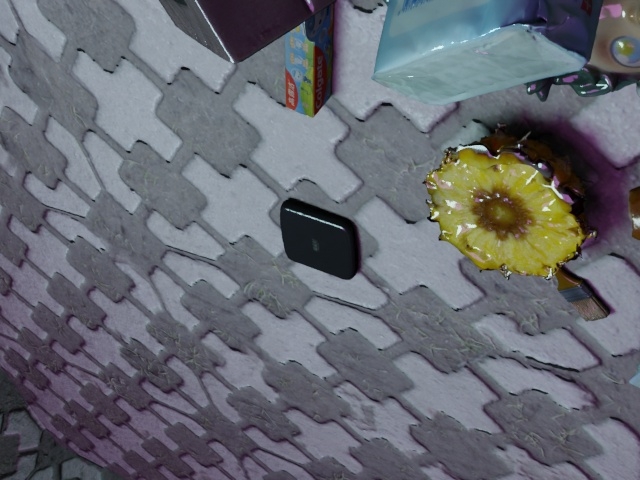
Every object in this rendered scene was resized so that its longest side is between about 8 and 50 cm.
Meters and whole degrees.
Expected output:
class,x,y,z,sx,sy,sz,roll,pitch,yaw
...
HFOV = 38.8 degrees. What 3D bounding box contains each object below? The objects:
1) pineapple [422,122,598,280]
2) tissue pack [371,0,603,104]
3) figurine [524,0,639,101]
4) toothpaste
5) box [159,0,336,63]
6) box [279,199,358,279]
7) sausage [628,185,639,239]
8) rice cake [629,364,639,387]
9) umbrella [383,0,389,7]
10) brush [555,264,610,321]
class,x,y,z,sx,sy,sz,roll,pitch,yaw
pineapple,0.223,-0.047,1.061,0.225,0.076,0.225,23,143,19
tissue pack,0.139,-0.241,0.666,0.089,0.263,0.177,21,167,-30
figurine,0.307,-0.193,0.688,0.382,0.186,0.261,10,113,40
toothpaste,-0.019,-0.229,1.075,0.044,0.070,0.193,24,145,18
box,-0.081,-0.291,0.868,0.153,0.188,0.252,59,170,-29
box,0.000,0.000,1.384,0.125,0.027,0.126,20,142,22
sausage,0.430,-0.051,0.855,0.103,0.076,0.302,43,147,-15
rice cake,0.431,0.133,1.124,0.042,0.030,0.180,26,146,8
umbrella,0.070,-0.321,0.853,0.349,0.094,0.143,58,166,-20
brush,0.302,0.040,1.151,0.170,0.014,0.043,48,148,-12
